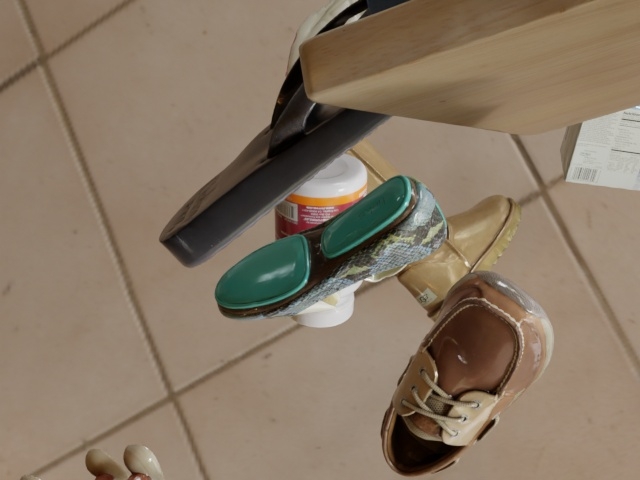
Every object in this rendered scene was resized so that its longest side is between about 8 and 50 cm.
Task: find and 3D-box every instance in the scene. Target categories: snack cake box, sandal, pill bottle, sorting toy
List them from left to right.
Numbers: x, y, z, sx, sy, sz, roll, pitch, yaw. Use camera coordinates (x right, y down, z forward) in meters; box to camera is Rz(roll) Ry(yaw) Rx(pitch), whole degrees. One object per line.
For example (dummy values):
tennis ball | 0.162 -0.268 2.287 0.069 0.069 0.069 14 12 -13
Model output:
sandal | -0.001 -0.080 0.620 0.254 0.097 0.054 -39 104 10
pill bottle | 0.000 0.000 1.012 0.086 0.086 0.152 15 122 25
snack cake box | 0.512 -0.156 1.645 0.264 0.152 0.089 8 40 0
sorting toy | 0.156 -0.128 0.474 0.257 0.255 0.089 -15 84 31

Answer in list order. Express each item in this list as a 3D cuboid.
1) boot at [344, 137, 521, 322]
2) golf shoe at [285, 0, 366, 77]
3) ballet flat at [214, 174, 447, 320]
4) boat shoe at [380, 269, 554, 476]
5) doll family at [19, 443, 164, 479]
boot | 0.103 -0.057 1.314 0.269 0.236 0.089 43 135 -6
golf shoe | 0.059 -0.230 1.179 0.140 0.115 0.306 -7 55 48
ballet flat | 0.010 0.020 0.779 0.188 0.070 0.070 -26 72 30
boat shoe | 0.136 0.150 1.079 0.123 0.324 0.116 33 57 14
doll family | -0.104 0.149 0.442 0.193 0.111 0.076 -29 106 40
